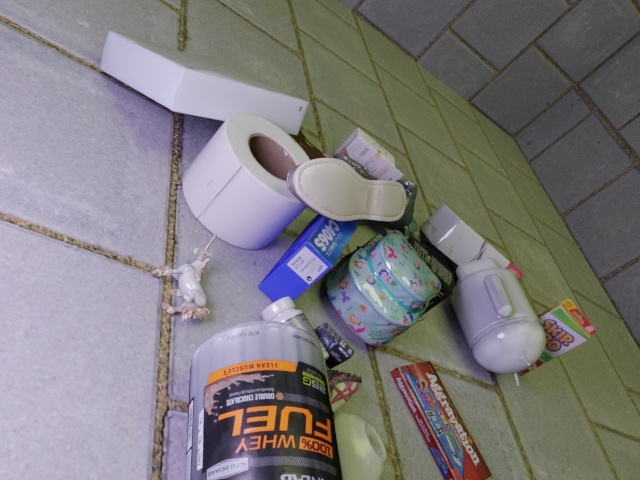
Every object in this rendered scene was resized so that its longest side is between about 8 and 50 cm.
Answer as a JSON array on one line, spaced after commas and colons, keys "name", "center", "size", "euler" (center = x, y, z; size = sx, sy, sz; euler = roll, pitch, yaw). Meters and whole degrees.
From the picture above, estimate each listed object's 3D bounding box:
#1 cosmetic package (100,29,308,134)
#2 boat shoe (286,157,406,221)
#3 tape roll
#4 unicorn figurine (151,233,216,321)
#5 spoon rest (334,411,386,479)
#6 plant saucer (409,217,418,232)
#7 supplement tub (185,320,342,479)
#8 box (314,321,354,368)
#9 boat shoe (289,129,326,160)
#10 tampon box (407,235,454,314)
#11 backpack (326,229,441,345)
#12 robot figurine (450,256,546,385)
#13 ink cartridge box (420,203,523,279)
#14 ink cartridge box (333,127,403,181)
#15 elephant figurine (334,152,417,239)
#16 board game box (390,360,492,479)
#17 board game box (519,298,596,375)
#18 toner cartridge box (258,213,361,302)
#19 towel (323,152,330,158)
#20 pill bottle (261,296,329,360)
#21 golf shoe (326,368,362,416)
[{"name": "cosmetic package", "center": [-0.254, -0.352, 1.282], "size": [0.284, 0.097, 0.377], "euler": [31, 19, 34]}, {"name": "boat shoe", "center": [0.045, -0.098, 1.148], "size": [0.324, 0.097, 0.116], "euler": [5, 93, -46]}, {"name": "tape roll", "center": [-0.146, -0.126, 1.194], "size": [0.246, 0.169, 0.246], "euler": [31, 35, -25]}, {"name": "unicorn figurine", "center": [-0.232, 0.069, 0.984], "size": [0.111, 0.060, 0.162], "euler": [7, 65, -48]}, {"name": "spoon rest", "center": [0.078, 0.414, 0.949], "size": [0.137, 0.084, 0.276], "euler": [46, 15, -36]}, {"name": "plant saucer", "center": [0.259, -0.067, 1.774], "size": [0.119, 0.021, 0.119], "euler": [31, 34, -24]}, {"name": "supplement tub", "center": [-0.077, 0.297, 0.759], "size": [0.207, 0.207, 0.338], "euler": [25, 37, -32]}, {"name": "box", "center": [0.015, 0.204, 1.089], "size": [0.083, 0.067, 0.018], "euler": [48, 38, -7]}, {"name": "boat shoe", "center": [-0.061, -0.215, 1.483], "size": [0.285, 0.089, 0.104], "euler": [55, 37, 9]}, {"name": "tampon box", "center": [0.254, 0.094, 1.486], "size": [0.161, 0.120, 0.101], "euler": [42, 32, -10]}, {"name": "backpack", "center": [0.141, 0.109, 1.281], "size": [0.225, 0.191, 0.253], "euler": [52, 36, 5]}, {"name": "robot figurine", "center": [0.490, 0.218, 1.561], "size": [0.300, 0.200, 0.353], "euler": [65, 8, -50]}, {"name": "ink cartridge box", "center": [0.476, 0.030, 1.787], "size": [0.283, 0.117, 0.207], "euler": [38, 12, -15]}, {"name": "ink cartridge box", "center": [0.152, -0.242, 1.751], "size": [0.198, 0.115, 0.067], "euler": [36, 32, -20]}, {"name": "elephant figurine", "center": [0.148, -0.123, 1.591], "size": [0.239, 0.169, 0.186], "euler": [15, 11, -37]}, {"name": "board game box", "center": [0.267, 0.404, 1.241], "size": [0.145, 0.027, 0.281], "euler": [6, 50, -50]}, {"name": "board game box", "center": [0.647, 0.282, 1.624], "size": [0.124, 0.259, 0.039], "euler": [50, 31, 4]}, {"name": "toner cartridge box", "center": [0.000, 0.000, 1.237], "size": [0.075, 0.165, 0.348], "euler": [45, 31, -6]}, {"name": "towel", "center": [0.011, -0.182, 1.591], "size": [0.144, 0.029, 0.197], "euler": [50, 31, 5]}, {"name": "pill bottle", "center": [-0.050, 0.179, 1.052], "size": [0.078, 0.078, 0.137], "euler": [-9, 62, -55]}, {"name": "golf shoe", "center": [0.017, 0.286, 1.045], "size": [0.186, 0.067, 0.086], "euler": [14, 84, -58]}]
